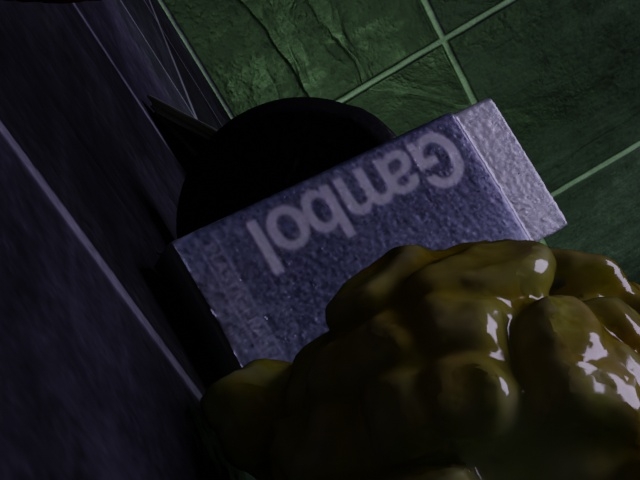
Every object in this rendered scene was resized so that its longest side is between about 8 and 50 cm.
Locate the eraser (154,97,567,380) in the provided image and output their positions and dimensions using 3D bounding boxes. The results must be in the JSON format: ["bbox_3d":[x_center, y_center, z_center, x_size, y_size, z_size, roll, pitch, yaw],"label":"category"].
[{"bbox_3d":[0.025,0.004,0.624,0.092,0.212,0.046,60,-27,7],"label":"eraser"}]

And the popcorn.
[{"bbox_3d":[0.072,0.111,0.493,0.181,0.217,0.235,-77,150,-48],"label":"popcorn"}]

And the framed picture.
[{"bbox_3d":[-0.054,-0.056,1.118,0.197,0.014,0.252,28,-6,11],"label":"framed picture"}]

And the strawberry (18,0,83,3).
[{"bbox_3d":[-0.098,-0.216,0.321,0.351,0.267,0.312,-78,150,-50],"label":"strawberry"}]

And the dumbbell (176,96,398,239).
[{"bbox_3d":[0.000,0.000,0.784,0.152,0.152,0.218,60,1,10],"label":"dumbbell"}]
